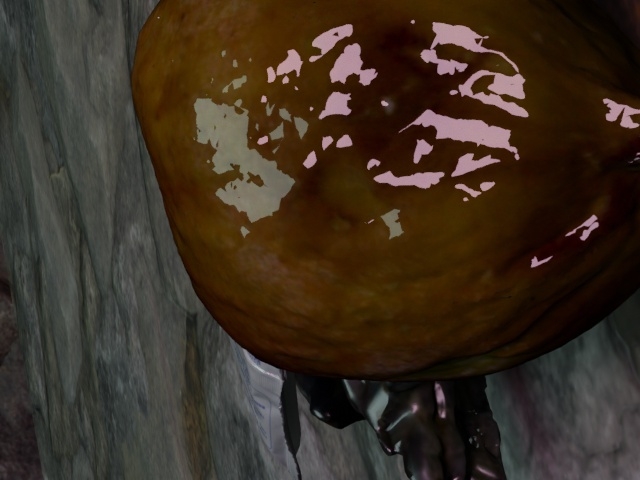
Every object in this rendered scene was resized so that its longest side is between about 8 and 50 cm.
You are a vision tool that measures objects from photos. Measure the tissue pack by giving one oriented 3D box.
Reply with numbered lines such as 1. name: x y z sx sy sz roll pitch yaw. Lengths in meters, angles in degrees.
1. tissue pack: -0.040 0.021 0.827 0.123 0.026 0.193 86 168 -49

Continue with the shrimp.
1. shrimp: 0.000 0.000 0.849 0.445 0.085 0.272 -115 19 -47

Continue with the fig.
1. fig: 0.052 -0.023 0.521 0.290 0.190 0.191 -146 50 -60
